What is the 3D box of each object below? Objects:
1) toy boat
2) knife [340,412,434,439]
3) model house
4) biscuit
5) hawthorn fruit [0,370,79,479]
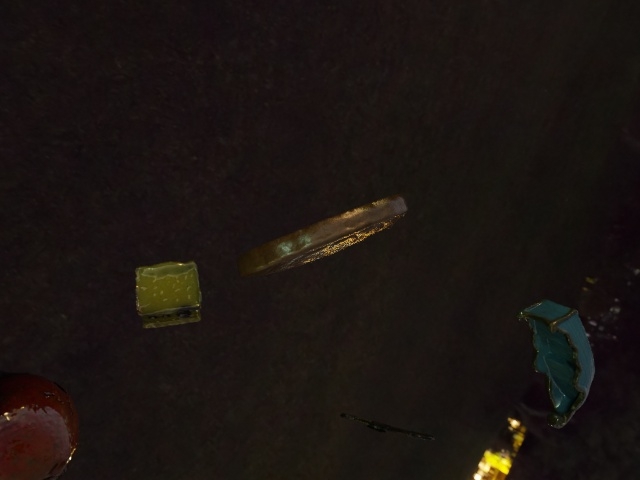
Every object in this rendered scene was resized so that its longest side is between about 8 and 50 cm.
[{"bbox_3d":[0.311,0.166,0.683,0.077,0.075,0.186,-34,117,-16],"label":"toy boat"},{"bbox_3d":[0.147,0.428,1.172,0.045,0.222,0.021,36,63,-69],"label":"knife"},{"bbox_3d":[-0.478,0.183,1.635,0.193,0.175,0.234,-7,160,-15],"label":"model house"},{"bbox_3d":[0.001,0.002,0.802,0.272,0.049,0.257,-20,177,-12],"label":"biscuit"},{"bbox_3d":[-0.726,0.456,1.204,0.316,0.316,0.316,-41,145,-38],"label":"hawthorn fruit"}]
